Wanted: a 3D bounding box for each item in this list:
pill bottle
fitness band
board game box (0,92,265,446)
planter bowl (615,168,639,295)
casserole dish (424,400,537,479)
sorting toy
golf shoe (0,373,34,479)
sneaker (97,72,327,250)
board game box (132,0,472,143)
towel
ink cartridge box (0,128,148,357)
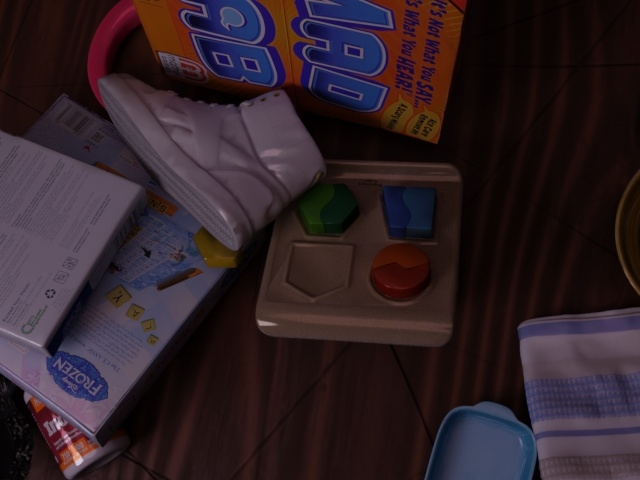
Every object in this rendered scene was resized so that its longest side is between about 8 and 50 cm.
[{"bbox_3d":[-0.298,0.200,1.076,0.086,0.086,0.152,-34,77,0],"label":"pill bottle"},{"bbox_3d":[-0.155,-0.215,1.159,0.290,0.054,0.209,20,80,9],"label":"fitness band"},{"bbox_3d":[-0.284,0.023,1.074,0.318,0.066,0.318,33,67,12],"label":"board game box"},{"bbox_3d":[0.437,0.001,1.021,0.217,0.090,0.217,-1,80,7],"label":"planter bowl"},{"bbox_3d":[0.177,0.278,1.028,0.114,0.037,0.188,16,82,9],"label":"casserole dish"},{"bbox_3d":[0.000,0.000,1.003,0.307,0.041,0.229,3,57,10],"label":"sorting toy"},{"bbox_3d":[-0.398,0.226,1.082,0.094,0.077,0.198,-38,54,38],"label":"golf shoe"},{"bbox_3d":[-0.121,-0.128,1.051,0.169,0.108,0.292,-37,63,-19],"label":"sneaker"},{"bbox_3d":[0.014,-0.375,0.979,0.356,0.356,0.357,15,72,7],"label":"board game box"},{"bbox_3d":[0.332,0.194,0.965,0.209,0.034,0.285,-6,51,7],"label":"towel"},{"bbox_3d":[-0.346,-0.006,1.021,0.224,0.045,0.223,23,64,9],"label":"ink cartridge box"}]
